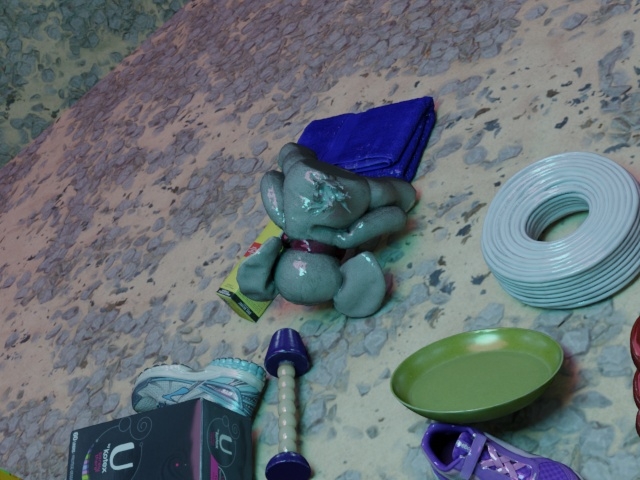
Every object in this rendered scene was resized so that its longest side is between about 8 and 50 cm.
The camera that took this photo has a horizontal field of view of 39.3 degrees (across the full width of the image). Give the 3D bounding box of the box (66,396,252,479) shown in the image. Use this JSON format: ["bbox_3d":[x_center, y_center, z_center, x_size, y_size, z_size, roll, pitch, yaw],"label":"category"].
[{"bbox_3d":[-0.256,0.368,1.423,0.270,0.143,0.165,-19,58,24],"label":"box"}]

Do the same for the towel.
[{"bbox_3d":[0.069,-0.189,1.809,0.308,0.076,0.228,-6,49,38],"label":"towel"}]

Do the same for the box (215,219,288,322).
[{"bbox_3d":[-0.094,0.038,1.710,0.058,0.087,0.232,16,65,50],"label":"box"}]

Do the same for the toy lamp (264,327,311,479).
[{"bbox_3d":[-0.052,0.258,1.450,0.080,0.080,0.275,-26,41,19],"label":"toy lamp"}]

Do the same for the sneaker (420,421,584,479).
[{"bbox_3d":[0.219,0.290,1.145,0.236,0.104,0.095,10,57,46],"label":"sneaker"}]

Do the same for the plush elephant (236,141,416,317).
[{"bbox_3d":[0.000,0.000,1.560,0.330,0.271,0.255,-55,-17,-75],"label":"plush elephant"}]

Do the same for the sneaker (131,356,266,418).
[{"bbox_3d":[-0.229,0.283,1.558,0.283,0.110,0.122,-16,47,31],"label":"sneaker"}]

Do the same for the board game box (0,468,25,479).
[{"bbox_3d":[-0.528,0.559,1.270,0.356,0.356,0.356,-28,37,37],"label":"board game box"}]

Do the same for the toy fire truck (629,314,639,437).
[{"bbox_3d":[0.506,0.129,1.026,0.254,0.169,0.302,21,67,31],"label":"toy fire truck"}]

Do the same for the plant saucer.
[{"bbox_3d":[0.216,0.189,1.238,0.241,0.037,0.241,-14,16,4],"label":"plant saucer"}]

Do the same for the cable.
[{"bbox_3d":[0.368,-0.020,1.347,0.257,0.089,0.257,8,57,46],"label":"cable"}]
